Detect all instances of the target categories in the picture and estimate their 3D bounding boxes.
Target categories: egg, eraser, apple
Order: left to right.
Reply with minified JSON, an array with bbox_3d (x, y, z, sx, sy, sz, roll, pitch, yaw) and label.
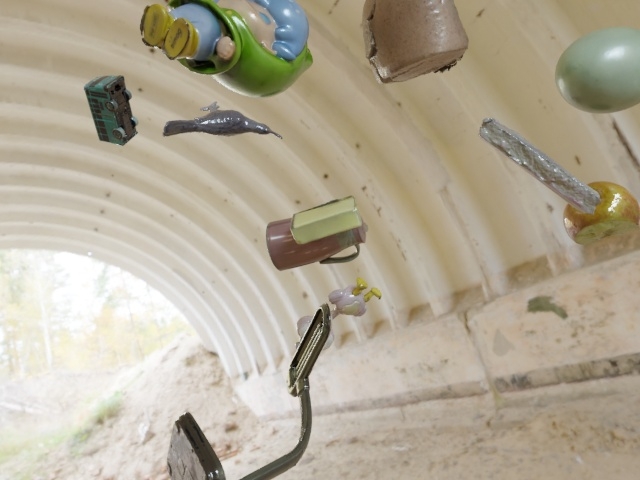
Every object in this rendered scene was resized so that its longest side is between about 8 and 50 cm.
[{"bbox_3d":[0.015,-0.051,1.333,0.172,0.058,0.117,-17,21,7],"label":"eraser"},{"bbox_3d":[0.777,-0.073,1.476,0.173,0.160,0.195,37,-39,-30],"label":"apple"},{"bbox_3d":[0.707,-0.414,1.300,0.282,0.203,0.203,-9,-14,-23],"label":"egg"}]

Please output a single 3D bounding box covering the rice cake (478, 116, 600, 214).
[{"bbox_3d":[0.408,-0.142,0.997,0.049,0.269,0.055,-54,-2,31],"label":"rice cake"}]

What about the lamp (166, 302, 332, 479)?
[{"bbox_3d":[-0.066,0.214,0.694,0.283,0.124,0.203,-26,-39,-48],"label":"lamp"}]

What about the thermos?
[{"bbox_3d":[0.000,0.000,1.493,0.264,0.146,0.176,-11,-50,14],"label":"thermos"}]

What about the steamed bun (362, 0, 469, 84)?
[{"bbox_3d":[0.194,-0.498,1.276,0.199,0.252,0.301,-24,9,-10],"label":"steamed bun"}]

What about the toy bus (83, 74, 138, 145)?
[{"bbox_3d":[-0.520,-0.326,1.316,0.091,0.079,0.160,12,-48,12],"label":"toy bus"}]

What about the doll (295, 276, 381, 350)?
[{"bbox_3d":[0.042,0.262,1.828,0.160,0.094,0.365,33,-69,-33],"label":"doll"}]

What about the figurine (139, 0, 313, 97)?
[{"bbox_3d":[-0.117,-0.267,0.711,0.263,0.162,0.143,-27,-40,-56],"label":"figurine"}]

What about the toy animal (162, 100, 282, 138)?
[{"bbox_3d":[-0.318,-0.366,1.630,0.366,0.206,0.081,-3,-58,-29],"label":"toy animal"}]
